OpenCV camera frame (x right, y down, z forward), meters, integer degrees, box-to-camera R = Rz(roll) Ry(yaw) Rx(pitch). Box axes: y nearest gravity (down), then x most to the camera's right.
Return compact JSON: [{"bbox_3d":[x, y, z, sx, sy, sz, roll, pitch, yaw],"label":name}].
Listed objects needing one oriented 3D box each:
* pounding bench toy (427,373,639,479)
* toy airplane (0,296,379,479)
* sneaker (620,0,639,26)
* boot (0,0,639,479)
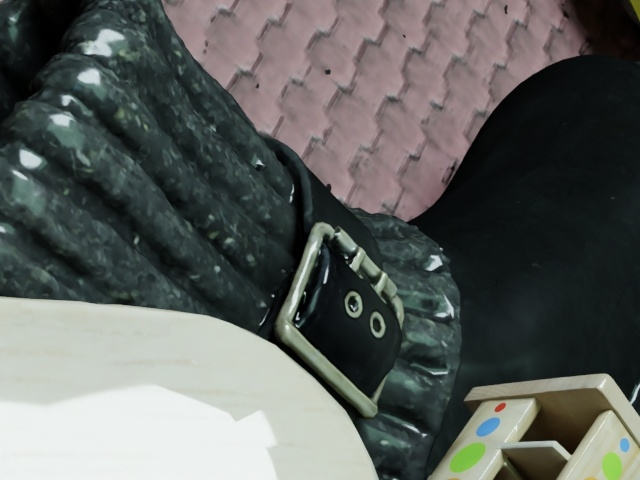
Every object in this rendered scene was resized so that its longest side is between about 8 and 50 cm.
[{"bbox_3d":[0.065,0.089,0.486,0.083,0.052,0.065,53,55,-20],"label":"pounding bench toy"},{"bbox_3d":[-0.224,0.062,0.283,0.386,0.272,0.384,23,32,13],"label":"toy airplane"},{"bbox_3d":[0.229,-0.173,0.881,0.295,0.123,0.109,-24,86,-46],"label":"sneaker"},{"bbox_3d":[0.002,-0.001,0.577,0.260,0.131,0.348,42,47,-19],"label":"boot"}]
